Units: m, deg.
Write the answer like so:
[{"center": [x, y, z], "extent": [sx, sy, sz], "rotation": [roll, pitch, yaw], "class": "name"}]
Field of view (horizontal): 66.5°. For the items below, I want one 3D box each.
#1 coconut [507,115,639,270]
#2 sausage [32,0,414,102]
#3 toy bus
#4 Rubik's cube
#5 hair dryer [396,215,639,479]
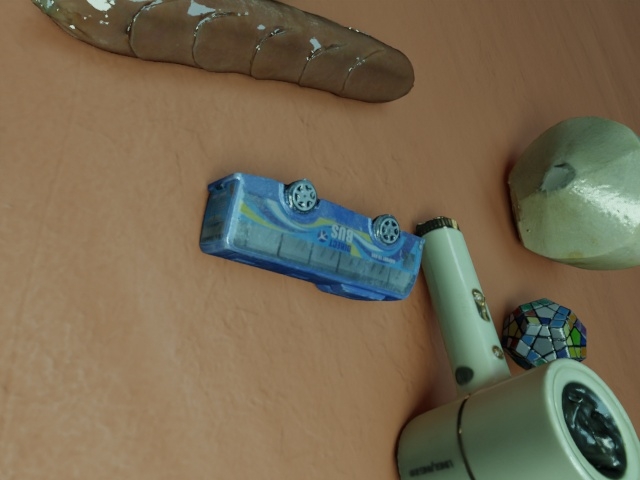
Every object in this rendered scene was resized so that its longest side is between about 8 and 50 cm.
[{"center": [0.398, -0.067, 0.735], "extent": [0.241, 0.241, 0.241], "rotation": [12, 69, -34], "class": "coconut"}, {"center": [-0.056, -0.207, 0.512], "extent": [0.433, 0.088, 0.087], "rotation": [-3, 78, -38], "class": "sausage"}, {"center": [-0.002, 0.002, 0.498], "extent": [0.237, 0.079, 0.094], "rotation": [19, 81, -32], "class": "toy bus"}, {"center": [0.309, 0.136, 0.677], "extent": [0.093, 0.111, 0.111], "rotation": [-7, 79, -67], "class": "Rubik's cube"}, {"center": [0.168, 0.110, 0.542], "extent": [0.128, 0.203, 0.361], "rotation": [14, 51, -31], "class": "hair dryer"}]
